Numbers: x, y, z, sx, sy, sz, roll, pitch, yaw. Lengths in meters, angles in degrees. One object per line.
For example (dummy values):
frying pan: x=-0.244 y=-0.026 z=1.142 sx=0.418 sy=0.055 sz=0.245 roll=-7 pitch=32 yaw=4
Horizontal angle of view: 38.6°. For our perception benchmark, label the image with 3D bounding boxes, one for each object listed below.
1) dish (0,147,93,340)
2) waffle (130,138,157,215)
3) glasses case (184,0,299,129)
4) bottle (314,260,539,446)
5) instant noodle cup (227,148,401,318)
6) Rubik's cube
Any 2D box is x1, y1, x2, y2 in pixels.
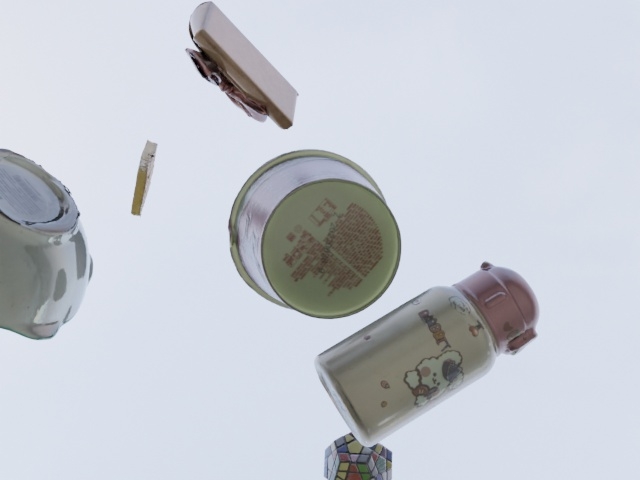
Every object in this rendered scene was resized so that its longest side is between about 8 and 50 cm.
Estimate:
dish: x=-0.286 y=-0.029 z=0.810 sx=0.078 sy=0.224 sz=0.246 roll=-48 pitch=-113 yaw=22
waffle: x=-0.275 y=-0.105 z=1.437 sx=0.021 sy=0.135 sz=0.092 roll=10 pitch=-59 yaw=-9
glasses case: x=-0.116 y=-0.215 z=1.233 sx=0.070 sy=0.102 sz=0.193 roll=-29 pitch=-55 yaw=28
bottle: x=0.117 y=0.109 z=0.942 sx=0.233 sy=0.110 sz=0.110 roll=-29 pitch=-76 yaw=-10
instant noodle cup: x=0.000 y=0.000 z=1.211 sx=0.235 sy=0.178 sz=0.234 roll=-2 pitch=-81 yaw=-10
Rubik's cube: x=0.058 y=0.344 z=1.401 sx=0.111 sy=0.111 sz=0.093 roll=-38 pitch=-111 yaw=16
